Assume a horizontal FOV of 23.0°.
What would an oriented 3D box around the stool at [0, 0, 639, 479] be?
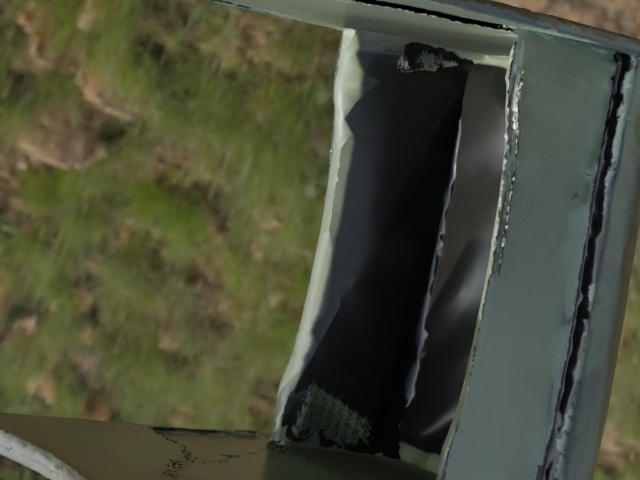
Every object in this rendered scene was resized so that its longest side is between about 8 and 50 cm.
[{"bbox_3d":[0.000,0.000,0.753,0.269,0.243,0.170,8,-177,-35],"label":"stool"}]
